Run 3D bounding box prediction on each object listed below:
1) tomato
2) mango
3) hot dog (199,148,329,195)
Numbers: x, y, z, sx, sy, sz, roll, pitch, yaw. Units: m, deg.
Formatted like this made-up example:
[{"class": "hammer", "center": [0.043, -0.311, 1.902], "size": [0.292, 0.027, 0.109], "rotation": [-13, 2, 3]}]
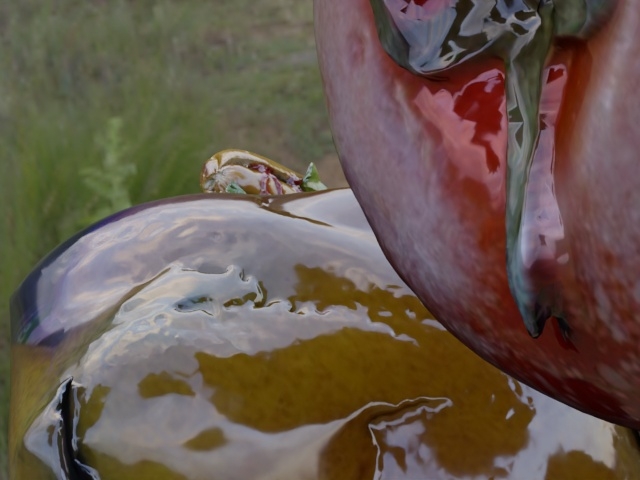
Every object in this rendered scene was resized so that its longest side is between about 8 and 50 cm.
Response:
[{"class": "tomato", "center": [0.127, -0.074, 0.439], "size": [0.227, 0.270, 0.270], "rotation": [-7, 26, -33]}, {"class": "mango", "center": [0.012, 0.085, 0.618], "size": [0.287, 0.201, 0.152], "rotation": [25, -9, -16]}, {"class": "hot dog", "center": [0.000, 0.000, 1.259], "size": [0.076, 0.250, 0.104], "rotation": [-25, 50, 33]}]
